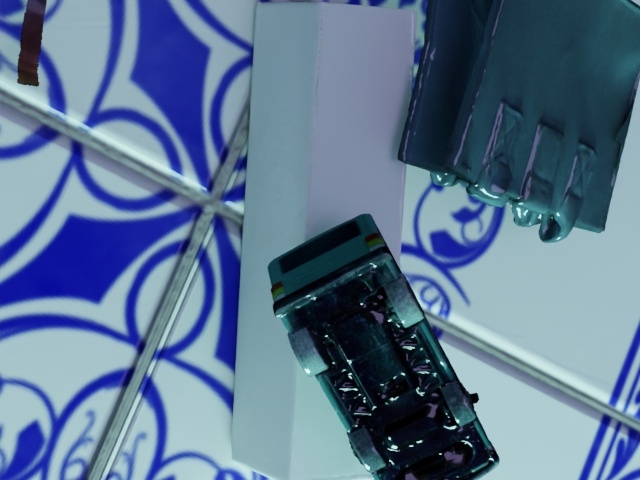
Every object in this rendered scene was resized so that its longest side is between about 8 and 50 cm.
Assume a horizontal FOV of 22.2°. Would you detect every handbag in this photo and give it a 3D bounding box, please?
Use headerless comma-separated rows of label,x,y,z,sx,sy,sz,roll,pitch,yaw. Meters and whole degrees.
handbag,0.139,-0.095,1.084,0.229,0.062,0.179,15,89,-55

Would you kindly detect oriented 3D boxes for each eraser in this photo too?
eraser,0.001,0.000,1.034,0.076,0.078,0.298,0,96,-33

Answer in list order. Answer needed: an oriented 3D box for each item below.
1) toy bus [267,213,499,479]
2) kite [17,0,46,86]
toy bus,0.037,0.073,0.965,0.079,0.092,0.160,-28,113,4
kite,-0.190,-0.274,0.913,0.204,0.022,0.360,14,84,-34
